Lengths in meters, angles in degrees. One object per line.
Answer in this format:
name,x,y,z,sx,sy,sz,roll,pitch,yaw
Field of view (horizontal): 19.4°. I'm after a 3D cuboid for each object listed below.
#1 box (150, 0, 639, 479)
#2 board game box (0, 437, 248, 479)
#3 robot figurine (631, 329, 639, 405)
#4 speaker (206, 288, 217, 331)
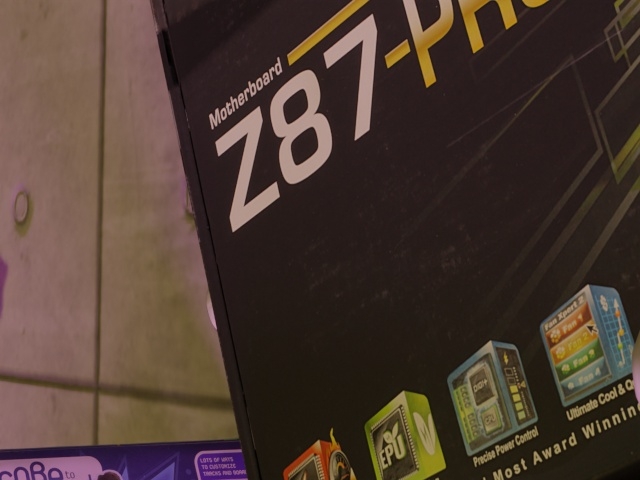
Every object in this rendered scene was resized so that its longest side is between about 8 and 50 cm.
box,0.105,-0.076,0.637,0.395,0.097,0.318,-33,59,41
board game box,-0.111,0.165,0.892,0.035,0.201,0.136,-40,56,48
robot figurine,0.203,0.108,0.424,0.300,0.200,0.353,50,136,6
speaker,0.000,0.000,0.865,0.136,0.055,0.055,-49,50,44
